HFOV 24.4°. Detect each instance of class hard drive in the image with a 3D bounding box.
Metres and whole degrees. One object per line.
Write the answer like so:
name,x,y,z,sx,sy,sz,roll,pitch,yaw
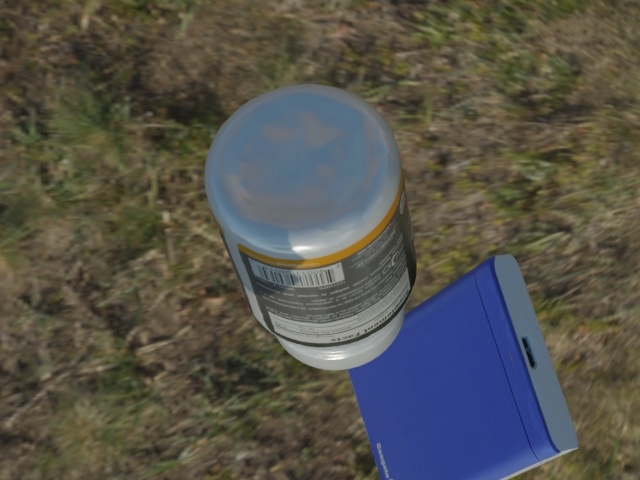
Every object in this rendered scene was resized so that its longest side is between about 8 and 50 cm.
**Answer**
hard drive,0.143,0.170,1.613,0.318,0.040,0.210,-40,63,54

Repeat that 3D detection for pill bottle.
pill bottle,0.000,0.000,1.292,0.162,0.278,0.162,-3,62,6
